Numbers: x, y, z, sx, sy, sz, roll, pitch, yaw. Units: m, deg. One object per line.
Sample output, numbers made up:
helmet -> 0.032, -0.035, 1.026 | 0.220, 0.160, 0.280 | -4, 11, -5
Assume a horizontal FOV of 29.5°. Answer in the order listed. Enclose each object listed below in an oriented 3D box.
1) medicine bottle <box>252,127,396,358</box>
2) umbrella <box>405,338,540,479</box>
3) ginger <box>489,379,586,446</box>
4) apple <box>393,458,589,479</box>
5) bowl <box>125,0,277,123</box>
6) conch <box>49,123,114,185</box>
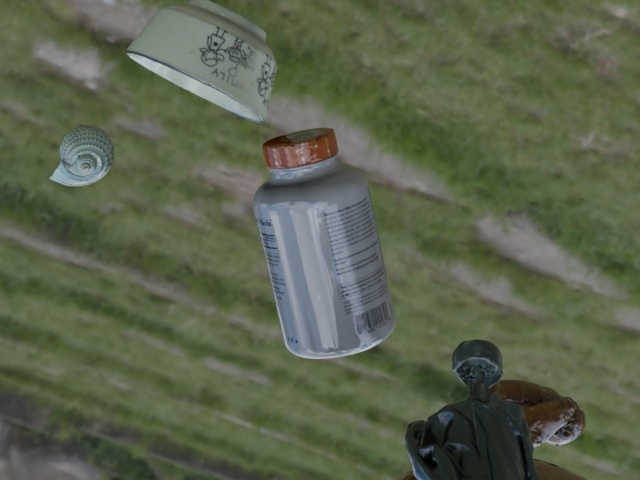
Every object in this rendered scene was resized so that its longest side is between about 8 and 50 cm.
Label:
medicine bottle -> 0.000, 0.000, 1.621 | 0.157, 0.289, 0.157 | -11, -166, 3
umbrella -> 0.139, 0.231, 1.093 | 0.094, 0.349, 0.143 | -29, 124, 27
ginger -> 0.290, 0.229, 1.616 | 0.162, 0.073, 0.103 | 6, -155, -22
apple -> 0.183, 0.422, 1.268 | 0.400, 0.333, 0.400 | 34, 141, 34
bowl -> -0.165, -0.283, 1.835 | 0.237, 0.126, 0.238 | 24, 180, 0
conch -> -0.247, -0.086, 1.271 | 0.056, 0.076, 0.085 | 37, -163, -8
